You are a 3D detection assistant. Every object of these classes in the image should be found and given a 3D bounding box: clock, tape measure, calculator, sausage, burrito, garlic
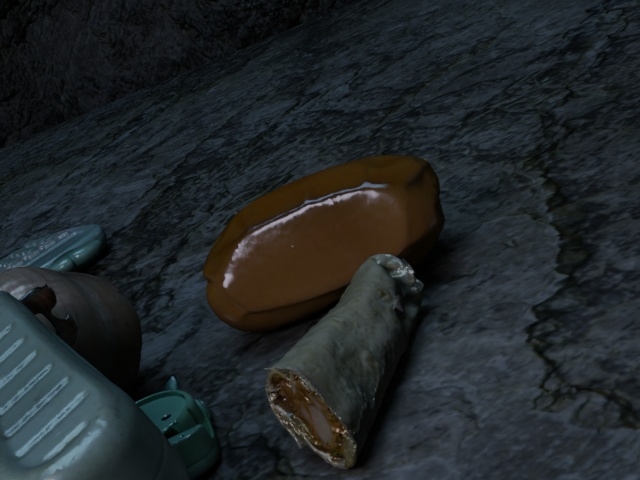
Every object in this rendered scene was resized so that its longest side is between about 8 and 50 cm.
[{"bbox_3d":[-0.134,0.157,0.835,0.101,0.041,0.135,-26,19,-1],"label":"clock"},{"bbox_3d":[-0.218,0.169,0.718,0.246,0.125,0.243,-45,37,-16],"label":"tape measure"},{"bbox_3d":[-0.403,0.036,1.516,0.184,0.042,0.295,-38,19,-32],"label":"calculator"},{"bbox_3d":[0.000,0.001,0.959,0.241,0.120,0.136,-24,4,8],"label":"sausage"},{"bbox_3d":[0.024,0.081,0.792,0.226,0.087,0.060,-50,-13,-56],"label":"burrito"},{"bbox_3d":[-0.273,0.099,0.947,0.228,0.152,0.228,-22,-17,-7],"label":"garlic"}]
